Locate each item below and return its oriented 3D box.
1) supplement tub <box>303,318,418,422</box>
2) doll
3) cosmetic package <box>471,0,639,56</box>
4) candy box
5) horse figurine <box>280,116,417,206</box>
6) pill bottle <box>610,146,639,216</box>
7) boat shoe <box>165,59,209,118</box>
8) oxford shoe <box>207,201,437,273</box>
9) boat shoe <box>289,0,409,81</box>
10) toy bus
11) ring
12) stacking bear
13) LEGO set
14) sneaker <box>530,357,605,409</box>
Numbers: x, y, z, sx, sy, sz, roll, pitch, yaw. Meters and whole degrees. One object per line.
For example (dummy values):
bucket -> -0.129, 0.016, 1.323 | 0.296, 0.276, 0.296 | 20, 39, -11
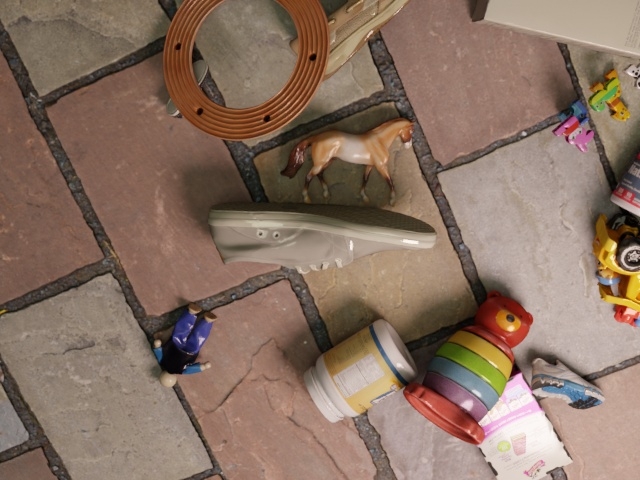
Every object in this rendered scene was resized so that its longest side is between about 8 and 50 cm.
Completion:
supplement tub -> 0.081, 0.268, 1.746 | 0.200, 0.144, 0.144 | -33, 100, 9
doll -> -0.285, 0.230, 1.799 | 0.129, 0.046, 0.189 | 30, 102, -4
cosmetic package -> 0.447, -0.418, 1.562 | 0.310, 0.160, 0.113 | 13, 103, -2
candy box -> 0.400, 0.394, 1.803 | 0.159, 0.071, 0.233 | -29, 100, 8
horse figurine -> 0.053, -0.158, 1.686 | 0.264, 0.066, 0.174 | 3, 109, -1
pill bottle -> 0.649, -0.132, 1.649 | 0.108, 0.108, 0.180 | 26, 102, -4
boat shoe -> -0.253, -0.293, 1.677 | 0.046, 0.038, 0.125 | 36, 99, 27
oxford shoe -> 0.000, 0.000, 1.676 | 0.450, 0.169, 0.129 | 2, 101, 9
boat shoe -> 0.089, -0.446, 1.585 | 0.341, 0.121, 0.110 | -43, 99, 12
toy bus -> 0.621, 0.075, 1.695 | 0.220, 0.149, 0.211 | 20, 119, -1
ring -> -0.139, -0.351, 1.605 | 0.337, 0.032, 0.336 | -2, 85, 19
stacking bear -> 0.312, 0.237, 1.703 | 0.175, 0.164, 0.289 | 34, 76, 10
LEGO set -> 0.548, -0.251, 1.639 | 0.227, 0.087, 0.093 | -41, 102, 4
sneaker -> 0.512, 0.290, 1.778 | 0.191, 0.082, 0.071 | 24, 133, -25
